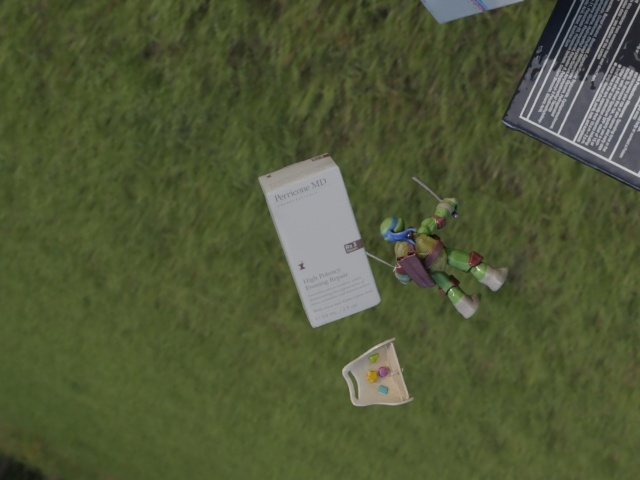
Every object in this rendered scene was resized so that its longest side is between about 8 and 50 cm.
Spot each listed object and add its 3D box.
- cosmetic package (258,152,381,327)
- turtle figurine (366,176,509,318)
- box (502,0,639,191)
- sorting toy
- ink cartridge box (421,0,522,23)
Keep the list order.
[{"bbox_3d":[0.000,0.000,1.601,0.085,0.117,0.231,-120,10,-66],"label":"cosmetic package"},{"bbox_3d":[0.241,0.015,2.205,0.266,0.197,0.275,38,175,-6],"label":"turtle figurine"},{"bbox_3d":[0.463,-0.226,1.474,0.294,0.296,0.183,34,-161,32],"label":"box"},{"bbox_3d":[0.067,0.173,1.356,0.045,0.075,0.083,-8,99,67],"label":"sorting toy"},{"bbox_3d":[0.201,-0.374,1.358,0.127,0.128,0.176,48,158,-22],"label":"ink cartridge box"}]
